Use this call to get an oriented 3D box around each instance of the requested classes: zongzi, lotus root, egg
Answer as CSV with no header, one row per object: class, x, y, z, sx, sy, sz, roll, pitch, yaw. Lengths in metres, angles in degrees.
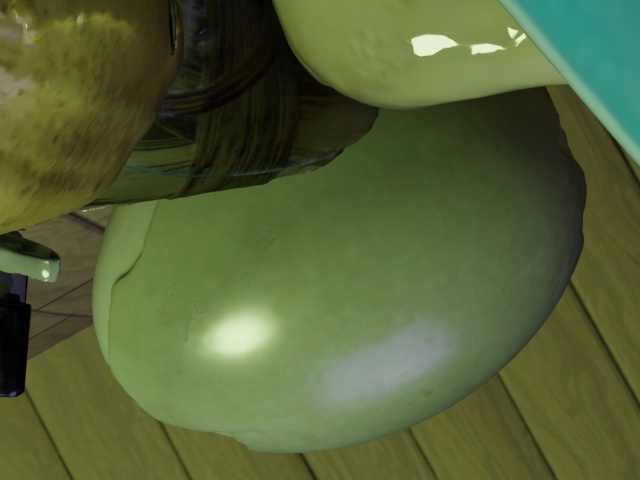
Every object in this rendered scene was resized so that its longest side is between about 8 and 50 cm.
zongzi,-0.030,-0.101,0.895,0.221,0.112,0.242,-13,166,-37
lotus root,-0.120,-0.070,0.602,0.146,0.131,0.303,-57,177,3
egg,0.000,0.000,1.293,0.336,0.278,0.278,-23,174,-18

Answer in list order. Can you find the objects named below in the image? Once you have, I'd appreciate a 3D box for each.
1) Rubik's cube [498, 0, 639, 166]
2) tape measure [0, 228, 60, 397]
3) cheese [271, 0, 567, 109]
Rubik's cube,0.244,-0.136,0.351,0.347,0.351,0.352,-28,160,-54
tape measure,-0.229,0.029,0.925,0.196,0.105,0.178,4,-169,-17
cheese,0.130,-0.136,0.657,0.351,0.129,0.328,-12,-164,10
